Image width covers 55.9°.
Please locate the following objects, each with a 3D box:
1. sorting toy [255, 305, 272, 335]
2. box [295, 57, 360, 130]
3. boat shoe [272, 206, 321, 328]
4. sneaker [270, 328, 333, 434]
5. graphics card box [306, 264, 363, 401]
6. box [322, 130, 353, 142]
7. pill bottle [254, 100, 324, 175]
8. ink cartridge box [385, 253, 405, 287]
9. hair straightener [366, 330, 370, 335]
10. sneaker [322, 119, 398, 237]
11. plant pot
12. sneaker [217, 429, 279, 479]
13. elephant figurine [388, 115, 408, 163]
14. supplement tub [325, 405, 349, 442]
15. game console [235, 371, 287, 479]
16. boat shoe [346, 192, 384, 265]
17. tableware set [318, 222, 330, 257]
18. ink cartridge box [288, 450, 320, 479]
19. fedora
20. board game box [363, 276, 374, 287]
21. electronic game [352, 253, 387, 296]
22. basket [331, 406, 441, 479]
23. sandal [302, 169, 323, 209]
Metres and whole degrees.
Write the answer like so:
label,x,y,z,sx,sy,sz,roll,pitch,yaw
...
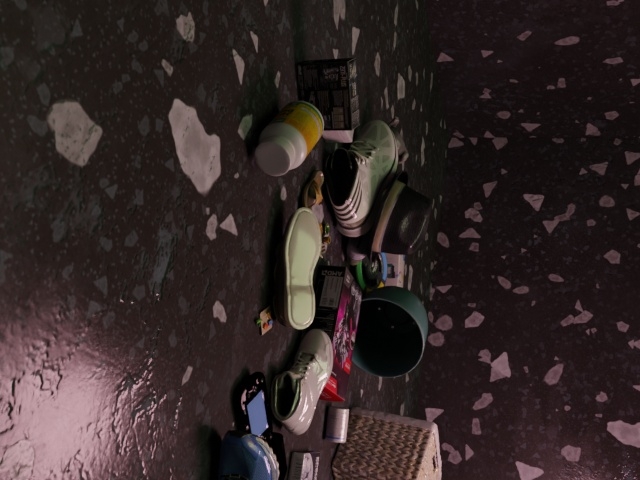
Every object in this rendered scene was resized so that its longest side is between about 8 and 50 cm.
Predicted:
label,x,y,z,sx,sy,sz,roll,pitch,yaw
sorting toy,-0.136,0.198,1.461,0.083,0.012,0.061,-33,124,-67
box,0.022,-0.389,1.614,0.077,0.148,0.180,-49,137,-60
boat shoe,-0.067,0.069,1.522,0.109,0.091,0.304,8,82,-33
sneaker,-0.046,0.352,1.597,0.169,0.108,0.292,66,34,-58
graphics card box,0.037,0.285,1.842,0.232,0.094,0.370,56,41,-59
box,0.049,-0.356,1.785,0.102,0.087,0.101,53,44,-62
pill bottle,-0.075,-0.237,1.411,0.208,0.118,0.117,-61,148,-50
ink cartridge box,0.283,0.144,2.388,0.134,0.078,0.230,20,73,-72
hair straightener,0.196,0.279,2.295,0.047,0.089,0.230,38,41,-10
sneaker,0.136,-0.257,1.921,0.257,0.169,0.447,65,36,-56
plant pot,0.241,0.289,2.103,0.235,0.293,0.292,-40,130,-61
sneaker,-0.168,0.555,1.255,0.147,0.130,0.329,-32,123,-69
elephant figurine,0.205,-0.296,2.164,0.239,0.169,0.185,-41,104,-43
supplement tub,0.054,0.601,1.971,0.071,0.071,0.107,35,60,-67
game console,-0.150,0.486,1.421,0.213,0.044,0.360,-51,139,-59
boat shoe,0.154,-0.048,2.122,0.302,0.109,0.094,-62,179,-32
tableware set,0.000,0.000,1.796,0.154,0.024,0.103,-20,112,-68
ink cartridge box,-0.045,0.719,1.750,0.208,0.045,0.206,45,50,-66
fedora,0.277,-0.062,1.996,0.334,0.153,0.333,19,90,-76
board game box,0.229,0.054,2.418,0.213,0.046,0.317,39,56,-65
electronic game,0.186,0.101,2.224,0.229,0.048,0.229,3,86,-54
basket,0.244,0.822,2.158,0.266,0.332,0.328,-58,146,-50
sandal,-0.013,-0.135,1.699,0.180,0.049,0.072,-68,153,-42
